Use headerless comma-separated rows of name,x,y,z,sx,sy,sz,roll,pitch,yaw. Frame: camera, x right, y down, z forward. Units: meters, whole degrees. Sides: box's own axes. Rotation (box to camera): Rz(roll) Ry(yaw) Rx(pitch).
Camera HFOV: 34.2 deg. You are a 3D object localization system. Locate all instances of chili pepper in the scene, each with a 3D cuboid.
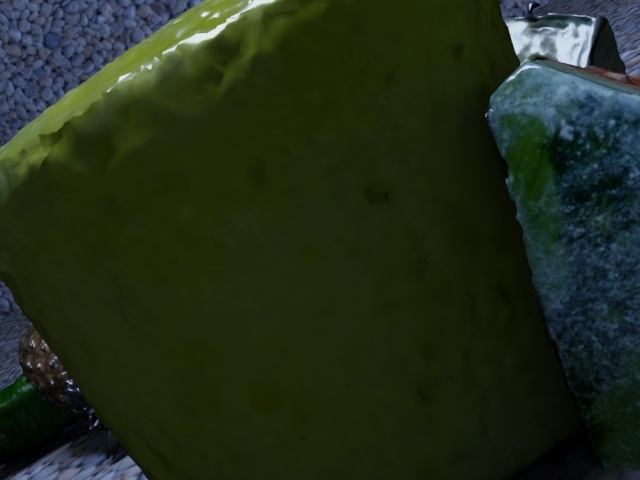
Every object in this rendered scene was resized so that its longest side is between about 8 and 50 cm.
chili pepper,-0.295,0.168,1.222,0.270,0.099,0.136,-30,-24,-1

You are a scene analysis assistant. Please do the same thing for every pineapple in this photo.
pineapple,-0.237,0.145,1.074,0.108,0.108,0.198,-35,44,-17

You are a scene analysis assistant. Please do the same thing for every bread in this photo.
bread,0.000,0.000,0.635,0.348,0.307,0.348,-32,8,5

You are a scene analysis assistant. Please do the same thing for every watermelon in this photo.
watermelon,0.193,-0.010,0.549,0.140,0.192,0.257,-11,3,23

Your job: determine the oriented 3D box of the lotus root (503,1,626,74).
lotus root,0.122,-0.077,0.897,0.267,0.260,0.149,10,73,28
